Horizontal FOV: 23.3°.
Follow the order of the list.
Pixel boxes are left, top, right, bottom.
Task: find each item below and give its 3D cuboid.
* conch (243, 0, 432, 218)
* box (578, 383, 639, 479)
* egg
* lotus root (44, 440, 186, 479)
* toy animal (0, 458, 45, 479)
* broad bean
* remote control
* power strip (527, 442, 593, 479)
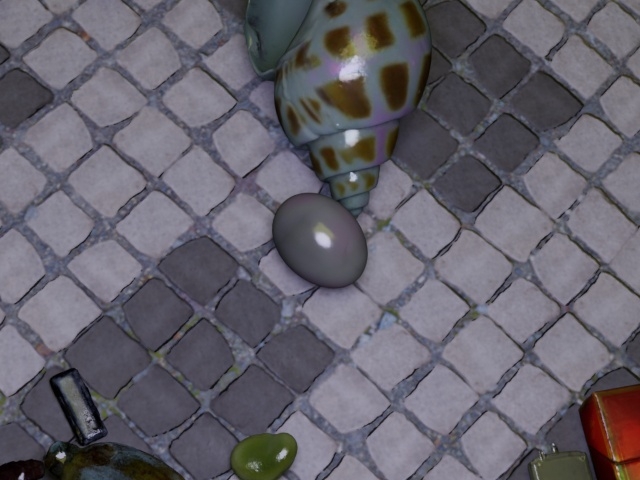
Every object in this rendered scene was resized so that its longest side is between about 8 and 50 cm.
[{"bbox_3d":[0.022,-0.226,1.985,0.249,0.197,0.368,1,68,32],"label":"conch"},{"bbox_3d":[0.452,0.324,1.881,0.197,0.089,0.313,-9,70,-10],"label":"box"},{"bbox_3d":[0.000,0.000,1.937,0.135,0.103,0.103,44,70,10],"label":"egg"},{"bbox_3d":[-0.235,0.292,1.800,0.192,0.088,0.113,28,51,4],"label":"lotus root"},{"bbox_3d":[-0.378,0.309,1.718,0.116,0.179,0.218,21,45,7],"label":"toy animal"},{"bbox_3d":[-0.066,0.261,1.859,0.083,0.045,0.063,-18,71,-6],"label":"broad bean"},{"bbox_3d":[-0.292,0.199,1.868,0.039,0.014,0.096,-24,75,-16],"label":"remote control"},{"bbox_3d":[0.303,0.329,1.890,0.076,0.028,0.169,-8,72,-10],"label":"power strip"}]
